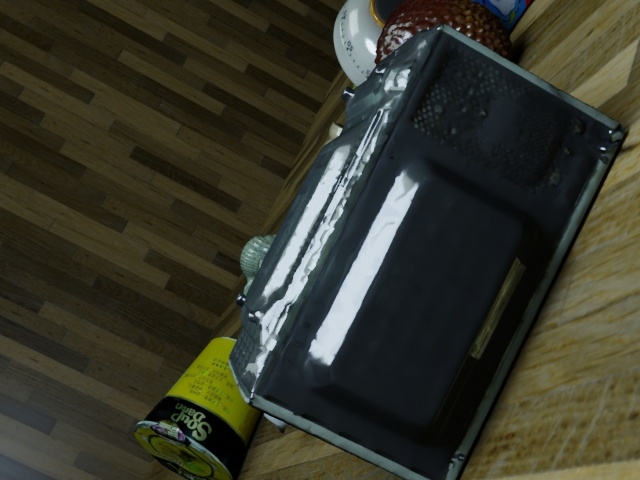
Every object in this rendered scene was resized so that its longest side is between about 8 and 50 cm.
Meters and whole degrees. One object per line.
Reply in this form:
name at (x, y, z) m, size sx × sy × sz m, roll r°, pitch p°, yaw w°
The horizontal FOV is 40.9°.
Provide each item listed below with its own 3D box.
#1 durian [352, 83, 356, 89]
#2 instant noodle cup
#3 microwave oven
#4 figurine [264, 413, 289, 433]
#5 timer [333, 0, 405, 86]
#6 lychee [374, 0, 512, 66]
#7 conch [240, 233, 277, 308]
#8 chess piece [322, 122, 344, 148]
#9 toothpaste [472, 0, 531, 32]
durian at (0.138, -0.352, 1.937) m, size 0.132 × 0.106 × 0.375 m, roll -32°, pitch 35°, yaw 63°
instant noodle cup at (-0.203, 0.314, 1.608) m, size 0.236 × 0.215 × 0.215 m, roll -59°, pitch 6°, yaw -33°
microwave oven at (0.070, 0.009, 0.818) m, size 0.355 × 0.218 × 0.286 m, roll -63°, pitch 7°, yaw -3°
figurine at (-0.003, 0.141, 1.138) m, size 0.193 × 0.140 × 0.266 m, roll 6°, pitch -80°, yaw -75°
timer at (0.130, -0.338, 1.505) m, size 0.240 × 0.233 × 0.234 m, roll -39°, pitch 24°, yaw 61°
lychee at (0.166, -0.253, 1.190) m, size 0.194 × 0.194 × 0.194 m, roll -60°, pitch 9°, yaw 15°
conch at (-0.115, 0.084, 1.996) m, size 0.172 × 0.131 × 0.200 m, roll 38°, pitch 131°, yaw 56°
chess piece at (0.036, -0.087, 1.669) m, size 0.143 × 0.142 × 0.261 m, roll -98°, pitch 31°, yaw -76°
toothpaste at (0.246, -0.331, 1.303) m, size 0.320 × 0.076 × 0.066 m, roll -56°, pitch 9°, yaw 35°
